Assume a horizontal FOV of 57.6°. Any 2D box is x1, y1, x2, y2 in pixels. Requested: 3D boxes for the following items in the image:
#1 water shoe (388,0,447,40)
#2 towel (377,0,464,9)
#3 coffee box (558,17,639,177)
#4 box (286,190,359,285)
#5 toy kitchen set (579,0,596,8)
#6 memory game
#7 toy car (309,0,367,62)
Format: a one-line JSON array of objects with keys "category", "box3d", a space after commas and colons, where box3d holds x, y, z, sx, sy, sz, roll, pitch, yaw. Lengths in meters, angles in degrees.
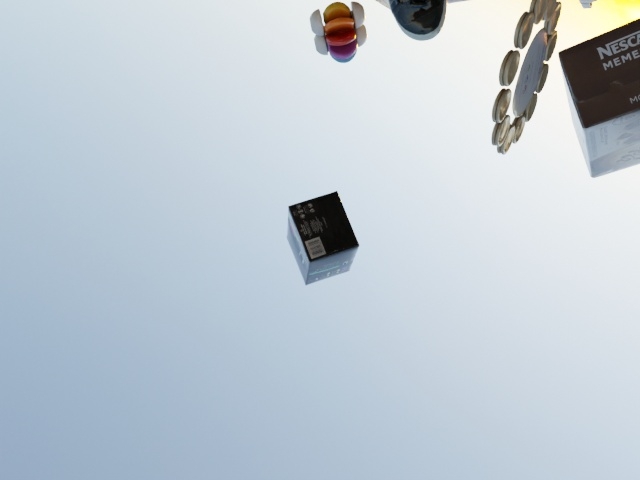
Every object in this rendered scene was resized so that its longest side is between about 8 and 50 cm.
[{"category": "water shoe", "box3d": [0.104, -0.342, 0.690, 0.073, 0.203, 0.080, -7, -169, 18]}, {"category": "towel", "box3d": [0.281, -0.553, 1.231, 0.332, 0.053, 0.317, -12, -150, -3]}, {"category": "coffee box", "box3d": [0.460, -0.202, 0.852, 0.297, 0.168, 0.118, 17, -122, -63]}, {"category": "box", "box3d": [0.000, 0.000, 0.577, 0.052, 0.083, 0.062, -18, -107, -10]}, {"category": "toy kitchen set", "box3d": [0.534, -0.478, 1.084, 0.083, 0.068, 0.075, 10, -170, 30]}, {"category": "memory game", "box3d": [0.230, -0.188, 0.650, 0.012, 0.186, 0.186, 22, -153, 27]}, {"category": "toy car", "box3d": [0.060, -0.595, 1.696, 0.159, 0.182, 0.136, -13, -116, 3]}]
